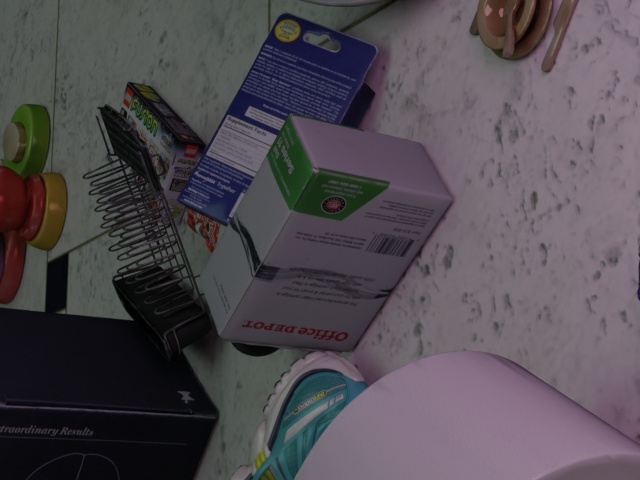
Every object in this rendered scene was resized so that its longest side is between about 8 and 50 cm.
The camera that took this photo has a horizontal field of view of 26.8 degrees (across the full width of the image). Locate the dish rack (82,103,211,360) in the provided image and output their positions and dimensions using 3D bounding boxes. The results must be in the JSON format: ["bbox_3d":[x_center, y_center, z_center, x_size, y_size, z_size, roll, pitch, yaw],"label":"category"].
[{"bbox_3d":[-0.211,-0.018,1.549,0.208,0.074,0.272,33,143,59],"label":"dish rack"}]

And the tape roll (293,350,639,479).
[{"bbox_3d":[0.117,0.218,0.915,0.169,0.246,0.246,34,112,56],"label":"tape roll"}]

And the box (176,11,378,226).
[{"bbox_3d":[-0.037,-0.110,1.350,0.136,0.036,0.225,26,86,33],"label":"box"}]

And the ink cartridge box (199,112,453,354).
[{"bbox_3d":[0.000,0.000,1.240,0.208,0.153,0.087,-58,38,31],"label":"ink cartridge box"}]

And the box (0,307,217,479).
[{"bbox_3d":[-0.344,0.300,1.584,0.212,0.293,0.396,49,123,50],"label":"box"}]

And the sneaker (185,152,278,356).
[{"bbox_3d":[-0.085,0.003,1.438,0.145,0.090,0.270,-25,58,54],"label":"sneaker"}]

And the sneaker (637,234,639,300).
[{"bbox_3d":[0.270,0.051,0.899,0.170,0.068,0.071,-128,39,-60],"label":"sneaker"}]

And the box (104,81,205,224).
[{"bbox_3d":[-0.216,-0.114,1.722,0.207,0.036,0.114,46,121,52],"label":"box"}]

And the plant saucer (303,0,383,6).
[{"bbox_3d":[-0.006,-0.411,1.207,0.400,0.100,0.401,9,106,33],"label":"plant saucer"}]

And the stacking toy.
[{"bbox_3d":[-0.527,-0.066,2.120,0.309,0.130,0.280,-47,46,42],"label":"stacking toy"}]

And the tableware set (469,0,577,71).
[{"bbox_3d":[0.176,-0.247,1.126,0.128,0.039,0.194,41,117,54],"label":"tableware set"}]

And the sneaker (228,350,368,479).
[{"bbox_3d":[-0.022,0.241,1.273,0.110,0.107,0.275,37,115,44],"label":"sneaker"}]
